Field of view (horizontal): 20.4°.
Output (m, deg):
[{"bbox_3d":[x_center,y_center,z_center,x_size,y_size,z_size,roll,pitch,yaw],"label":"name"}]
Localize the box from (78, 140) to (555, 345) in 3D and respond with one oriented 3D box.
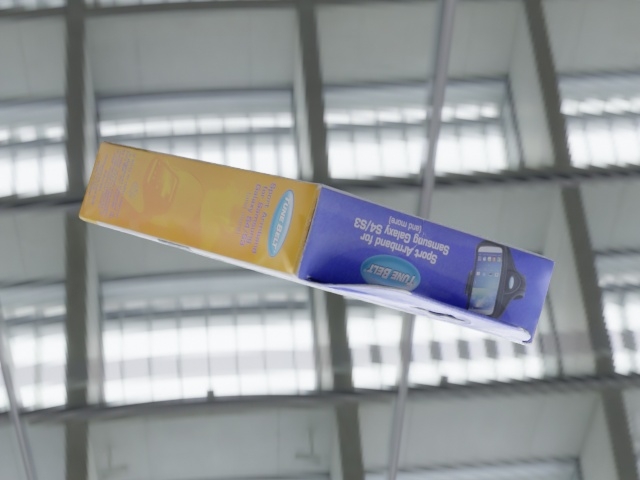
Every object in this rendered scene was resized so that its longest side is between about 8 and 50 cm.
[{"bbox_3d":[0.000,0.000,0.490,0.081,0.136,0.028,17,-93,-35],"label":"box"}]
